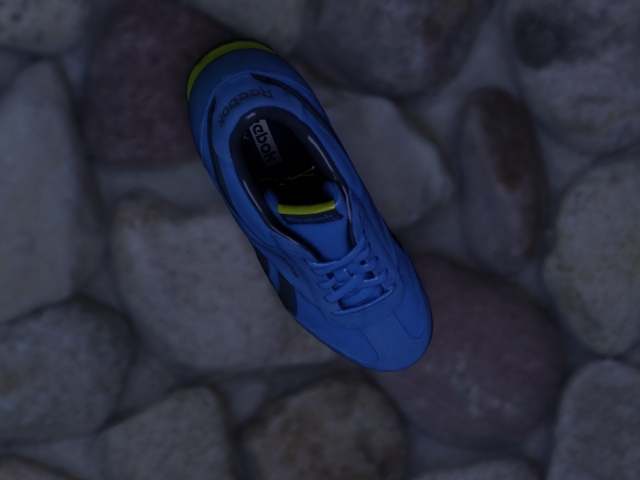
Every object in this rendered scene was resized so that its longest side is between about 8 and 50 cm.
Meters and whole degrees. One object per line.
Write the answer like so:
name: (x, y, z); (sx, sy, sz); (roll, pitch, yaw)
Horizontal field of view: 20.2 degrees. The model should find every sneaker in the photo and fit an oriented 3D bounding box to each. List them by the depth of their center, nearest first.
sneaker: (0.000, 0.000, 0.880); (0.069, 0.082, 0.209); (-30, 121, 2)
